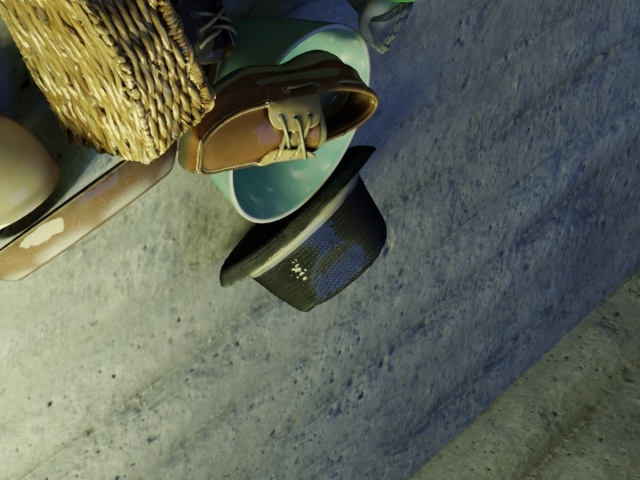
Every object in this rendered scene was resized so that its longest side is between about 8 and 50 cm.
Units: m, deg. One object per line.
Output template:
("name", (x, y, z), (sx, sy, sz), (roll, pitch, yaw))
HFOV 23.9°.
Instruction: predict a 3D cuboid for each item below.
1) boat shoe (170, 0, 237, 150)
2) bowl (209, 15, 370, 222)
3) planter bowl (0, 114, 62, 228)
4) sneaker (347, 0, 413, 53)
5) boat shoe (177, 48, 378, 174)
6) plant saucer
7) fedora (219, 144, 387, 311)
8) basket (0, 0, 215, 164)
("boat shoe", (-0.166, -0.276, 1.991), (0.132, 0.130, 0.355), (-29, 141, -45))
("bowl", (-0.085, -0.199, 2.177), (0.311, 0.163, 0.311), (-41, 149, -31))
("planter bowl", (-0.400, -0.090, 1.778), (0.162, 0.162, 0.109), (-42, 123, -30))
("sneaker", (0.072, -0.366, 2.214), (0.111, 0.129, 0.297), (-60, -171, 25))
("boat shoe", (-0.045, -0.163, 1.970), (0.324, 0.120, 0.123), (-31, 141, -42))
("plant saucer", (-0.296, -0.038, 1.897), (0.310, 0.050, 0.310), (-34, -173, 5))
("fedora", (0.000, 0.000, 2.387), (0.334, 0.152, 0.334), (-41, -171, 8))
("basket", (-0.216, -0.269, 1.737), (0.223, 0.213, 0.299), (-43, 127, -29))
